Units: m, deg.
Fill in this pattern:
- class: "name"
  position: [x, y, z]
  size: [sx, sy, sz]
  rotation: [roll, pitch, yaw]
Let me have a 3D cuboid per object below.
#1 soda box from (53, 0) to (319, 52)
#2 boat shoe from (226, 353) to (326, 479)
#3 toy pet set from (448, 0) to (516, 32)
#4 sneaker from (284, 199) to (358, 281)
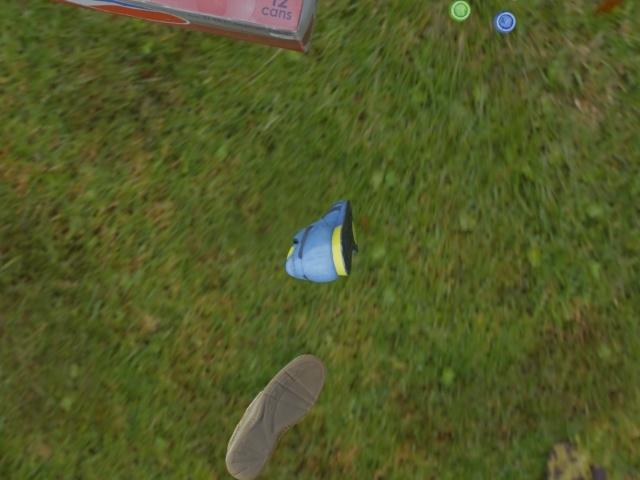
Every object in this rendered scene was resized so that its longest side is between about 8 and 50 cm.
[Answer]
- class: "soda box"
  position: [-0.126, -0.153, 0.717]
  size: [0.263, 0.092, 0.083]
  rotation: [12, 92, 1]
- class: "boat shoe"
  position: [-0.047, 0.161, 1.502]
  size: [0.050, 0.045, 0.135]
  rotation: [40, 87, -16]
- class: "toy pet set"
  position: [0.082, -0.200, 1.014]
  size: [0.122, 0.065, 0.114]
  rotation: [13, 99, -2]
- class: "sneaker"
  position: [0.000, 0.000, 1.934]
  size: [0.082, 0.209, 0.069]
  rotation: [-10, 104, 10]
